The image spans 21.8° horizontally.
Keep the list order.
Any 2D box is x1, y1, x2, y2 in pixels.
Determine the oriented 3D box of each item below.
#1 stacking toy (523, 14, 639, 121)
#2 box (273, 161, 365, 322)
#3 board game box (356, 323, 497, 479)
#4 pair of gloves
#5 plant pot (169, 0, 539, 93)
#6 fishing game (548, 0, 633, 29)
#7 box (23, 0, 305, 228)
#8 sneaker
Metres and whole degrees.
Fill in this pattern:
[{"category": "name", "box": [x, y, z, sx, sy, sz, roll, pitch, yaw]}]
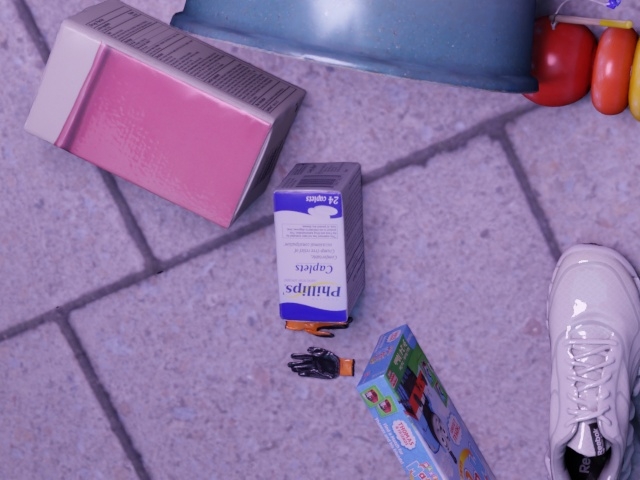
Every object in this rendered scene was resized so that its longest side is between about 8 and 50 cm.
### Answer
[{"category": "stacking toy", "box": [0.343, -0.153, 1.577, 0.330, 0.141, 0.141, 10, 108, 17]}, {"category": "box", "box": [0.000, 0.000, 1.684, 0.072, 0.126, 0.137, 0, 106, 11]}, {"category": "board game box", "box": [0.115, 0.206, 1.703, 0.039, 0.160, 0.211, -27, 99, 17]}, {"category": "pair of gloves", "box": [-0.001, 0.110, 1.779, 0.074, 0.010, 0.083, -1, 109, 11]}, {"category": "plant pot", "box": [0.058, -0.327, 1.486, 0.341, 0.341, 0.334, 11, 100, 9]}, {"category": "fishing game", "box": [0.289, -0.315, 1.497, 0.041, 0.189, 0.264, 14, 89, -25]}, {"category": "box", "box": [-0.154, -0.130, 1.667, 0.232, 0.148, 0.126, 26, 111, 4]}, {"category": "sneaker", "box": [0.276, 0.149, 1.676, 0.110, 0.118, 0.292, 1, 105, 14]}]
